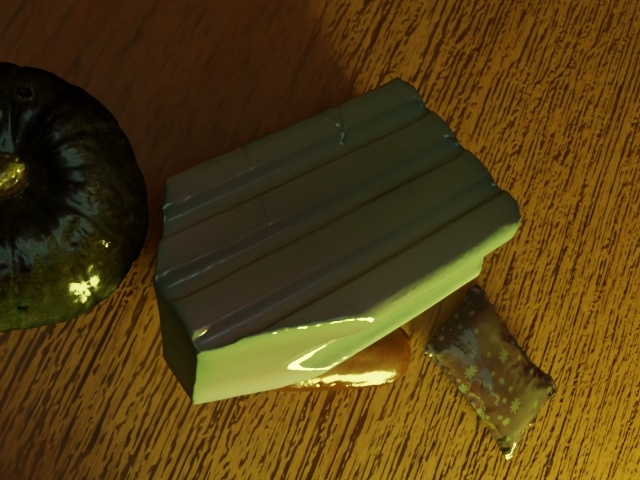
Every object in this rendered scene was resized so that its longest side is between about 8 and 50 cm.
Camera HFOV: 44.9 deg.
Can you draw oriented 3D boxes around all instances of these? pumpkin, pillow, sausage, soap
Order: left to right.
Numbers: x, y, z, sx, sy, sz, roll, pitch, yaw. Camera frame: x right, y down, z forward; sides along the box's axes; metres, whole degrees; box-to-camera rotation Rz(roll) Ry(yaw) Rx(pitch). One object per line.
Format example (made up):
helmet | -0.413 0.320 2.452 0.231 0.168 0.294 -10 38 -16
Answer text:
pumpkin | -0.247 -0.033 0.611 0.224 0.157 0.223 5 75 -20
soap | 0.000 0.000 0.726 0.347 0.115 0.208 -28 68 -28
sausage | 0.007 0.114 0.785 0.198 0.076 0.076 4 83 -30
pillow | 0.205 0.153 0.906 0.118 0.043 0.185 -45 107 -22
